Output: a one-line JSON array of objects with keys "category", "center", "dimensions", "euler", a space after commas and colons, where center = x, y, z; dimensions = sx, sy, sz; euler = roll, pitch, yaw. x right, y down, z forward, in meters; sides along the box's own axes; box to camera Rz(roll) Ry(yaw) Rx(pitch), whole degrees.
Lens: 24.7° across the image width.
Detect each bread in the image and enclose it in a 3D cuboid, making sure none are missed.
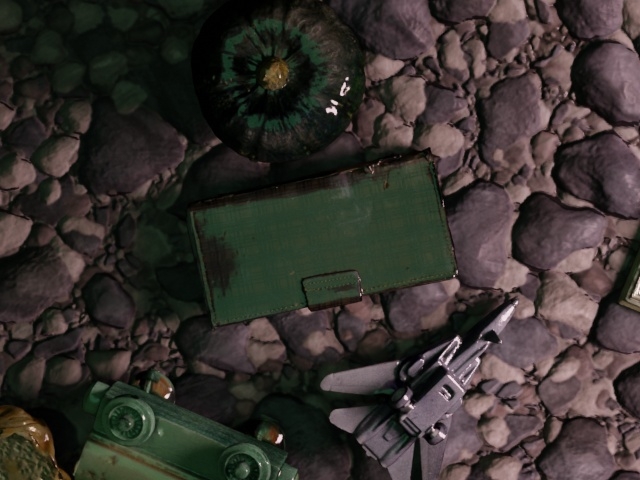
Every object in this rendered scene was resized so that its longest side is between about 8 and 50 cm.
[{"category": "bread", "center": [-0.364, 0.310, 1.823], "dimensions": [0.128, 0.088, 0.232], "euler": [-16, 108, 18]}]

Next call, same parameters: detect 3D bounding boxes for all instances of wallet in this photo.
[{"category": "wallet", "center": [0.000, 0.000, 1.797], "dimensions": [0.317, 0.044, 0.169], "euler": [-13, 88, 5]}]

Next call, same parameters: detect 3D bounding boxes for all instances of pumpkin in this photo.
[{"category": "pumpkin", "center": [-0.052, -0.196, 1.737], "dimensions": [0.211, 0.152, 0.212], "euler": [0, 78, 2]}]

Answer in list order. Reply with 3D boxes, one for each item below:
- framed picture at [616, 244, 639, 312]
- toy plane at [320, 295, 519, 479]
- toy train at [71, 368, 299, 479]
[{"category": "framed picture", "center": [0.533, 0.025, 1.742], "dimensions": [0.293, 0.018, 0.231], "euler": [21, 94, 9]}, {"category": "toy plane", "center": [0.150, 0.168, 1.767], "dimensions": [0.267, 0.088, 0.212], "euler": [-42, 111, 4]}, {"category": "toy train", "center": [-0.172, 0.279, 1.805], "dimensions": [0.285, 0.116, 0.177], "euler": [22, 108, 4]}]
